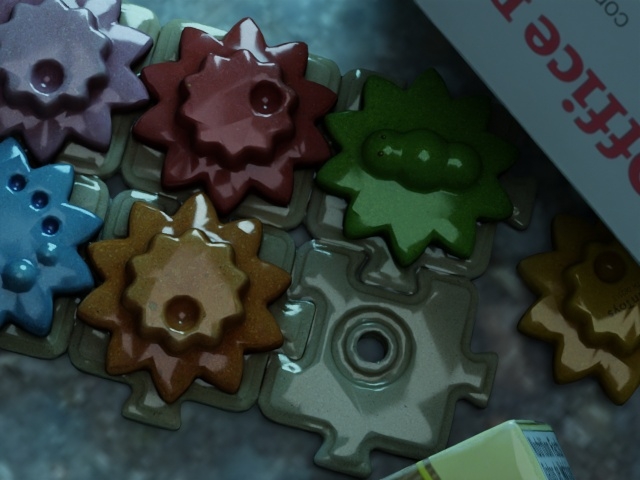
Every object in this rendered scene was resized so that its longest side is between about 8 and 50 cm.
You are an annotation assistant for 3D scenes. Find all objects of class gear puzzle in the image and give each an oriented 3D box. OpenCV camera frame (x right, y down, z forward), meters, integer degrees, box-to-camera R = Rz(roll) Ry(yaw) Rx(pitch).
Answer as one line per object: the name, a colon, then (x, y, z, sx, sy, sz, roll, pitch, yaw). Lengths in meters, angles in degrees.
gear puzzle: (0.000, 0.000, 0.752, 0.339, 0.044, 0.175, 15, 73, -2)

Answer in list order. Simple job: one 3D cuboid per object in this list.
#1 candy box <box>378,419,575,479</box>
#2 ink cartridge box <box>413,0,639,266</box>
candy box: (0.058, 0.241, 0.641, 0.183, 0.087, 0.316, -26, 79, 10)
ink cartridge box: (0.181, -0.166, 0.687, 0.306, 0.131, 0.226, -44, 79, 27)
